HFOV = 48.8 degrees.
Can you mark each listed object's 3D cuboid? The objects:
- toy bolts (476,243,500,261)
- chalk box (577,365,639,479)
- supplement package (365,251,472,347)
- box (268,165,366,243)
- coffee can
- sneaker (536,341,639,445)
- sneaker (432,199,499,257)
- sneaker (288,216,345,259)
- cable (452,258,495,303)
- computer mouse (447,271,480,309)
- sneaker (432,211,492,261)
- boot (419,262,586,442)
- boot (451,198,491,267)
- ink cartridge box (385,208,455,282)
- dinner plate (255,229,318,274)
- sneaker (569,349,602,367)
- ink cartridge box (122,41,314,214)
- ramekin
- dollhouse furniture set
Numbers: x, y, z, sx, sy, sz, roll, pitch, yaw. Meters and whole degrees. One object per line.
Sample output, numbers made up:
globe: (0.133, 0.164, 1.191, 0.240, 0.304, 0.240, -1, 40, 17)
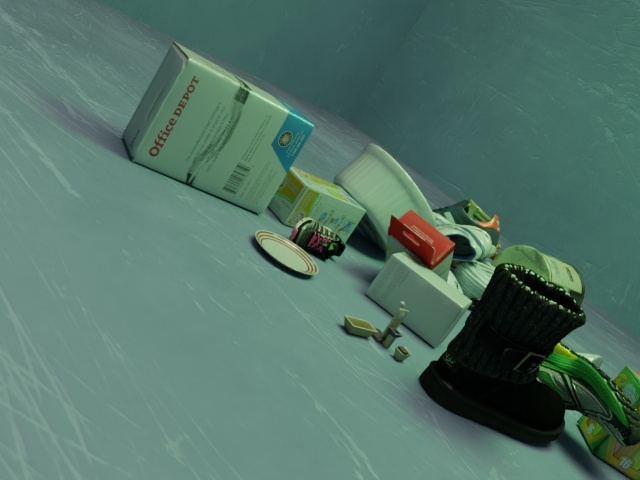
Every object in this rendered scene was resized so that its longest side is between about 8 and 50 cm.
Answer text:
toy bolts: (0.527, 0.062, 2.365, 0.228, 0.158, 0.219, 12, 64, -77)
chalk box: (0.650, 0.355, 1.426, 0.132, 0.213, 0.132, 33, 14, -2)
supplement package: (0.202, 0.117, 1.446, 0.179, 0.105, 0.105, 38, 14, 17)
box: (-0.014, -0.082, 1.626, 0.203, 0.103, 0.114, 19, 21, -45)
coffee can: (0.672, 0.137, 2.197, 0.275, 0.202, 0.201, 17, 22, -47)
sneaker: (0.484, 0.298, 1.395, 0.134, 0.146, 0.343, 40, 0, -35)
sneaker: (0.374, -0.063, 2.145, 0.349, 0.148, 0.131, 17, -5, 12)
sneaker: (0.000, 0.000, 1.472, 0.074, 0.063, 0.170, 34, 8, 28)
cable: (0.486, 0.146, 1.997, 0.257, 0.089, 0.257, 39, 16, 19)
computer mouse: (0.351, 0.115, 1.898, 0.106, 0.042, 0.193, 18, 21, -44)
sneaker: (0.330, -0.012, 2.001, 0.296, 0.112, 0.131, 11, 17, 27)
boot: (0.364, 0.201, 1.214, 0.347, 0.260, 0.131, 23, 18, -34)
boot: (0.408, -0.055, 2.237, 0.262, 0.204, 0.095, 38, 15, 13)
ink cartridge box: (0.218, 0.029, 1.565, 0.134, 0.078, 0.231, 41, -25, 26)
dinner plate: (-0.066, 0.027, 1.340, 0.141, 0.017, 0.141, 31, 14, -9)
sneaker: (0.678, 0.321, 1.888, 0.212, 0.080, 0.094, 16, 11, -46)
ink cartridge box: (-0.205, -0.220, 1.423, 0.307, 0.223, 0.129, 23, 17, -35)
ramekin: (0.154, -0.096, 1.793, 0.277, 0.135, 0.277, 52, -6, 8)
dollhouse furniture set: (0.109, 0.143, 1.211, 0.114, 0.081, 0.091, 20, 20, -42)
